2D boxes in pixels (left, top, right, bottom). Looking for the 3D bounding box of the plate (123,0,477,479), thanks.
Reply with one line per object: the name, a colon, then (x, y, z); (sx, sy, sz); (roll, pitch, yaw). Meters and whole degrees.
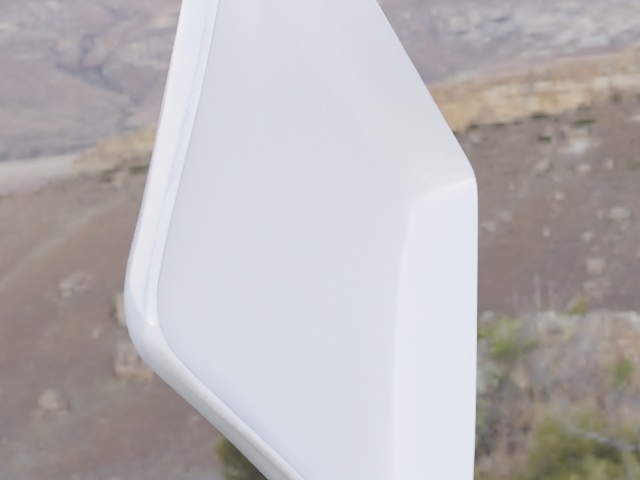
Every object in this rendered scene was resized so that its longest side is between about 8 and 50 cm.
plate: (0.000, 0.000, 0.626); (0.045, 0.277, 0.278); (-13, 50, 24)
